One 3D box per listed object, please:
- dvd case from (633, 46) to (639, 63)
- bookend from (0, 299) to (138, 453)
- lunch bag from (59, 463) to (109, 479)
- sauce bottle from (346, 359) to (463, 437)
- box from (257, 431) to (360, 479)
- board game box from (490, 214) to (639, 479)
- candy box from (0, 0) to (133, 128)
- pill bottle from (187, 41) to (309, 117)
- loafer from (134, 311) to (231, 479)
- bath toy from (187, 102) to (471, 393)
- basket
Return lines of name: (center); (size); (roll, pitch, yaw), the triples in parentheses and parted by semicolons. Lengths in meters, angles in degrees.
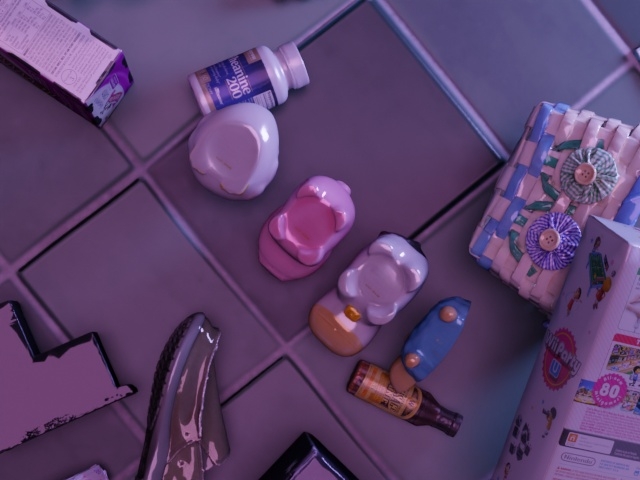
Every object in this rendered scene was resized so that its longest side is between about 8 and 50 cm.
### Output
dvd case: (0.420, -0.202, 1.522); (0.119, 0.013, 0.087); (-27, 88, -5)
bookend: (-0.296, 0.121, 1.434); (0.156, 0.072, 0.157); (-25, 88, -5)
lunch bag: (-0.255, 0.282, 1.438); (0.083, 0.053, 0.071); (-23, 88, -11)
sauce bottle: (0.092, 0.171, 1.468); (0.128, 0.042, 0.042); (24, 86, -2)
box: (0.030, 0.436, 1.365); (0.395, 0.212, 0.293); (44, 86, -1)
board game box: (0.319, 0.152, 1.310); (0.224, 0.097, 0.303); (14, 104, -18)
candy box: (-0.312, -0.217, 1.410); (0.233, 0.159, 0.071); (34, 84, 0)
pill bottle: (-0.076, -0.168, 1.465); (0.120, 0.067, 0.067); (-23, 88, -4)
loafer: (-0.138, 0.201, 1.438); (0.087, 0.094, 0.251); (12, 91, -13)
bath toy: (0.000, 0.000, 1.433); (0.348, 0.129, 0.151); (45, 105, 1)
basket: (0.311, 0.004, 1.408); (0.289, 0.201, 0.255); (25, 93, 6)
